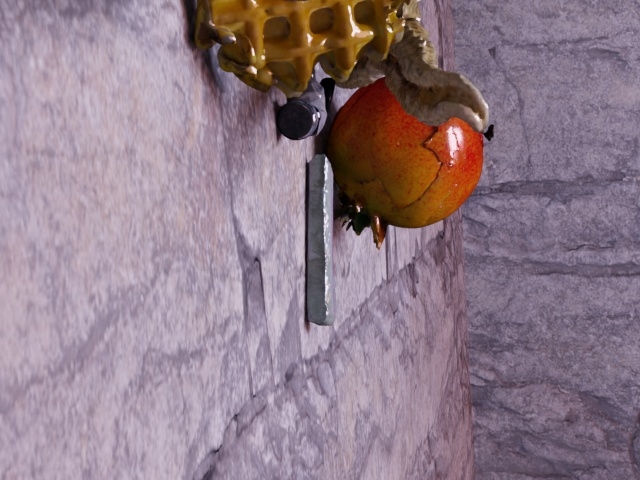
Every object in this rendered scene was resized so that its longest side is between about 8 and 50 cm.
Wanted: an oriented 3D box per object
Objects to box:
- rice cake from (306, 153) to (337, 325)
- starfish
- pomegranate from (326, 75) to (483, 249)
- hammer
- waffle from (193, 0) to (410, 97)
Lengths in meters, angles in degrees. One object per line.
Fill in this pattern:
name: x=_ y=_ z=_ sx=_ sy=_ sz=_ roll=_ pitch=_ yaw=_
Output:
rice cake: x=0.000 y=0.000 z=1.308 sx=0.033 sy=0.033 sz=0.208 roll=21 pitch=67 yaw=-65
starfish: x=0.070 y=-0.280 z=1.160 sx=0.432 sy=0.082 sz=0.324 roll=-140 pitch=-138 yaw=-74
pomegranate: x=0.105 y=-0.106 z=1.419 sx=0.235 sy=0.210 sz=0.210 roll=-59 pitch=164 yaw=-1
hammer: x=-0.031 y=-0.327 z=1.205 sx=0.152 sy=0.044 sz=0.427 roll=-55 pitch=140 yaw=-70
waffle: x=-0.015 y=-0.251 z=0.917 sx=0.280 sy=0.262 sz=0.060 roll=27 pitch=17 yaw=-36
